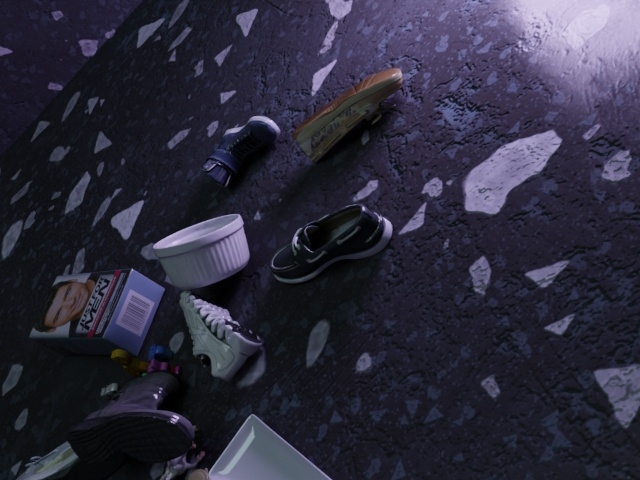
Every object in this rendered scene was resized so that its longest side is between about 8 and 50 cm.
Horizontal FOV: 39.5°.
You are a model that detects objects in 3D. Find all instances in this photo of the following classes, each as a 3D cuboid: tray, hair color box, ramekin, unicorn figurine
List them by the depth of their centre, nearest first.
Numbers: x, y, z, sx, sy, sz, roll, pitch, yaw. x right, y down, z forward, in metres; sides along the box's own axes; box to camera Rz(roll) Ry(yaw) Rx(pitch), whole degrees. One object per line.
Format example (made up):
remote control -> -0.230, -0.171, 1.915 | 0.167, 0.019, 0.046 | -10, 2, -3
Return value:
tray -> -0.087, 0.425, 1.567 | 0.270, 0.030, 0.145 | 27, 79, 50
unicorn figurine -> -0.287, 0.434, 1.782 | 0.111, 0.060, 0.162 | -42, 19, 12
ramekin -> -0.255, 0.028, 1.973 | 0.207, 0.109, 0.207 | -18, 12, 4
hair color box -> -0.570, 0.185, 2.252 | 0.374, 0.113, 0.185 | -7, 56, 46

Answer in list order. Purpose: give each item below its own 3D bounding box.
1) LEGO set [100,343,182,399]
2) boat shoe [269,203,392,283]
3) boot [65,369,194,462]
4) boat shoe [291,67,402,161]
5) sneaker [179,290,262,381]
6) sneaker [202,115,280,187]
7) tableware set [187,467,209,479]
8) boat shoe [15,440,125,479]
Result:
LEGO set -> -0.421, 0.286, 2.017 | 0.227, 0.093, 0.087 | -28, 42, 31
boat shoe -> 0.000, 0.000, 1.790 | 0.302, 0.091, 0.114 | -25, 44, 33
boot -> -0.349, 0.342, 1.833 | 0.338, 0.118, 0.223 | -8, 24, 35
boat shoe -> 0.071, -0.279, 1.967 | 0.285, 0.089, 0.104 | -30, 16, 25
sneaker -> -0.238, 0.196, 1.890 | 0.292, 0.110, 0.118 | 34, 96, 55
sneaker -> -0.198, -0.212, 2.180 | 0.226, 0.086, 0.163 | -14, 39, 53
tableware set -> -0.196, 0.476, 1.671 | 0.168, 0.020, 0.141 | -33, 42, 24
boat shoe -> -0.564, 0.504, 1.984 | 0.320, 0.118, 0.103 | -35, 33, 17
